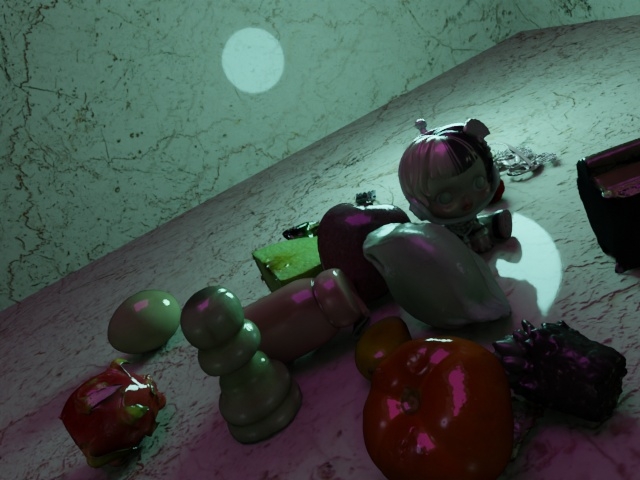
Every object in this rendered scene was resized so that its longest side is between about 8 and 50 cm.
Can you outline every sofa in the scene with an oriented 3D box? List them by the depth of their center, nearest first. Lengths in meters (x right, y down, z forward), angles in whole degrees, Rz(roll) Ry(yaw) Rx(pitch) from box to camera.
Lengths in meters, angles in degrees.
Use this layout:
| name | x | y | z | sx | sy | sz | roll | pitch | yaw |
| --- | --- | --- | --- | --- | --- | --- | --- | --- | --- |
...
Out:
| name | x | y | z | sx | sy | sz | roll | pitch | yaw |
| --- | --- | --- | --- | --- | --- | --- | --- | --- | --- |
| sofa | 0.650 | -0.089 | 1.106 | 0.199 | 0.258 | 0.182 | -20 | 36 | 18 |

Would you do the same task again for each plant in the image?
| name | x | y | z | sx | sy | sz | roll | pitch | yaw |
| --- | --- | --- | --- | --- | --- | --- | --- | --- | --- |
| plant | 0.378 | 0.202 | 0.892 | 0.194 | 0.132 | 0.129 | 18 | 11 | 43 |

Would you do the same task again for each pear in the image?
| name | x | y | z | sx | sy | sz | roll | pitch | yaw |
| --- | --- | --- | --- | --- | --- | --- | --- | --- | --- |
| pear | -0.048 | 0.080 | 1.645 | 0.239 | 0.139 | 0.288 | -30 | 24 | -15 |

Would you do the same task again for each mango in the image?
| name | x | y | z | sx | sy | sz | roll | pitch | yaw |
| --- | --- | --- | --- | --- | --- | --- | --- | --- | --- |
| mango | 0.139 | 0.228 | 1.172 | 0.130 | 0.092 | 0.195 | -14 | 20 | 31 |

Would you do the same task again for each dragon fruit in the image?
| name | x | y | z | sx | sy | sz | roll | pitch | yaw |
| --- | --- | --- | --- | --- | --- | --- | --- | --- | --- |
| dragon fruit | -0.491 | 0.414 | 1.315 | 0.227 | 0.224 | 0.224 | -32 | 22 | -19 |

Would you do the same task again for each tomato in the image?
| name | x | y | z | sx | sy | sz | roll | pitch | yaw |
| --- | --- | --- | --- | --- | --- | --- | --- | --- | --- |
| tomato | 0.186 | 0.280 | 0.863 | 0.259 | 0.180 | 0.260 | -40 | 31 | 31 |

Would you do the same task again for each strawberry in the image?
| name | x | y | z | sx | sy | sz | roll | pitch | yaw |
| --- | --- | --- | --- | --- | --- | --- | --- | --- | --- |
| strawberry | 0.504 | -0.156 | 1.637 | 0.106 | 0.106 | 0.106 | -22 | 22 | 10 |

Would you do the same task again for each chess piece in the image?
| name | x | y | z | sx | sy | sz | roll | pitch | yaw |
| --- | --- | --- | --- | --- | --- | --- | --- | --- | --- |
| chess piece | -0.183 | 0.248 | 1.164 | 0.182 | 0.331 | 0.182 | -21 | 23 | 10 |

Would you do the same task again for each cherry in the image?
| name | x | y | z | sx | sy | sz | roll | pitch | yaw |
| --- | --- | --- | --- | --- | --- | --- | --- | --- | --- |
| cherry | 0.118 | 0.023 | 1.446 | 0.261 | 0.221 | 0.308 | 3 | 75 | 15 |

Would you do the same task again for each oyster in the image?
| name | x | y | z | sx | sy | sz | roll | pitch | yaw |
| --- | --- | --- | --- | --- | --- | --- | --- | --- | --- |
| oyster | 0.313 | 0.306 | 0.894 | 0.132 | 0.029 | 0.086 | -36 | 18 | -15 |

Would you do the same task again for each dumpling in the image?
| name | x | y | z | sx | sy | sz | roll | pitch | yaw |
| --- | --- | --- | --- | --- | --- | --- | --- | --- | --- |
| dumpling | 0.247 | 0.074 | 1.235 | 0.211 | 0.321 | 0.270 | -36 | -12 | 17 |

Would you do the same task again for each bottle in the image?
| name | x | y | z | sx | sy | sz | roll | pitch | yaw |
| --- | --- | --- | --- | --- | --- | --- | --- | --- | --- |
| bottle | -0.037 | 0.194 | 1.325 | 0.296 | 0.206 | 0.173 | -30 | 21 | 15 |

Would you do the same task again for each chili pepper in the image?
| name | x | y | z | sx | sy | sz | roll | pitch | yaw |
| --- | --- | --- | --- | --- | --- | --- | --- | --- | --- |
| chili pepper | 0.004 | 0.007 | 1.814 | 0.148 | 0.116 | 0.264 | -25 | 20 | -28 |

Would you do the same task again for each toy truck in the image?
| name | x | y | z | sx | sy | sz | roll | pitch | yaw |
| --- | --- | --- | --- | --- | --- | --- | --- | --- | --- |
| toy truck | 0.171 | -0.164 | 2.076 | 0.083 | 0.044 | 0.039 | -8 | 7 | 36 |

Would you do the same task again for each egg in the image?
| name | x | y | z | sx | sy | sz | roll | pitch | yaw |
| --- | --- | --- | --- | --- | --- | --- | --- | --- | --- |
| egg | -0.559 | 0.259 | 1.742 | 0.241 | 0.186 | 0.186 | -32 | 22 | 1 |

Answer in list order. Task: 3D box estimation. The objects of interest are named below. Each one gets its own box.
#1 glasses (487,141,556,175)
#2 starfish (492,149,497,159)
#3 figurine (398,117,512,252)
| name | x | y | z | sx | sy | sz | roll | pitch | yaw |
| --- | --- | --- | --- | --- | --- | --- | --- | --- | --- |
| glasses | 0.632 | -0.280 | 1.767 | 0.162 | 0.095 | 0.255 | -22 | 23 | -13 |
| starfish | 0.582 | -0.287 | 1.919 | 0.091 | 0.028 | 0.078 | -34 | 17 | -12 |
| figurine | 0.322 | -0.117 | 1.399 | 0.253 | 0.362 | 0.211 | -33 | 32 | -17 |
